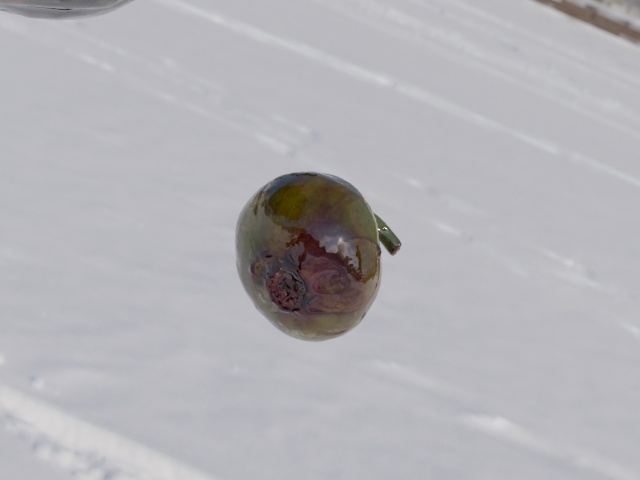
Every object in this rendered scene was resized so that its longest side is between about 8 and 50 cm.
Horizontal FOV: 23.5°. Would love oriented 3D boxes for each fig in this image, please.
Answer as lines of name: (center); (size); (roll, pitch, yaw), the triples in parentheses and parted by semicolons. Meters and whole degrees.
fig: (0.000, 0.000, 0.796); (0.084, 0.082, 0.098); (38, 36, -2)

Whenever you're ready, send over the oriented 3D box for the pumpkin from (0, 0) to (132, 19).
pumpkin: (-0.116, -0.257, 0.706); (0.192, 0.320, 0.320); (11, 11, -10)
